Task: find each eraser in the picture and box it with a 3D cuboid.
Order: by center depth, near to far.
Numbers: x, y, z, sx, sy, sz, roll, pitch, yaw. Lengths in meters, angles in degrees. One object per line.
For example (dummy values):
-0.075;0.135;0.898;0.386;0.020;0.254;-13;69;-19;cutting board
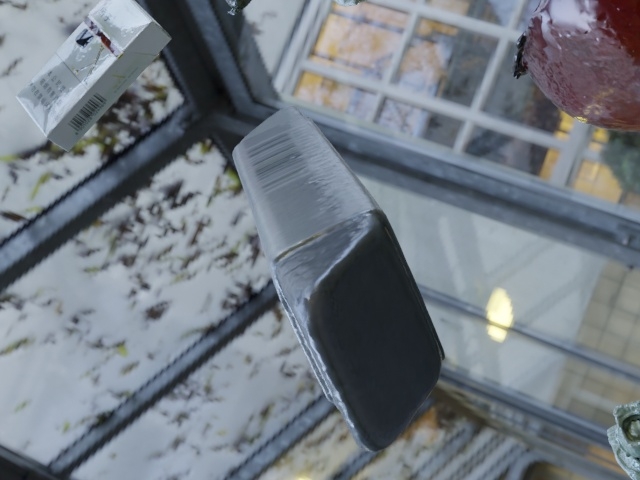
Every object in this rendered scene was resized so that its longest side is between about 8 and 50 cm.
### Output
0.000;0.000;0.626;0.352;0.061;0.089;-119;5;-71;eraser

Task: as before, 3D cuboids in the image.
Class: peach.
0.309;-0.235;0.997;0.257;0.201;0.361;-58;-14;-23;peach

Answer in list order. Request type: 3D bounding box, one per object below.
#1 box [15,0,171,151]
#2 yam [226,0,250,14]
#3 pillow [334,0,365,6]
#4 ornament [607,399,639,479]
-0.226;-0.171;1.147;0.154;0.084;0.040;-47;-41;5;box
-0.098;-0.225;0.863;0.129;0.027;0.033;45;-127;-28;yam
-0.016;-0.386;1.380;0.078;0.254;0.144;-43;3;44;pillow
0.223;0.145;0.780;0.041;0.068;0.092;-41;-24;4;ornament
